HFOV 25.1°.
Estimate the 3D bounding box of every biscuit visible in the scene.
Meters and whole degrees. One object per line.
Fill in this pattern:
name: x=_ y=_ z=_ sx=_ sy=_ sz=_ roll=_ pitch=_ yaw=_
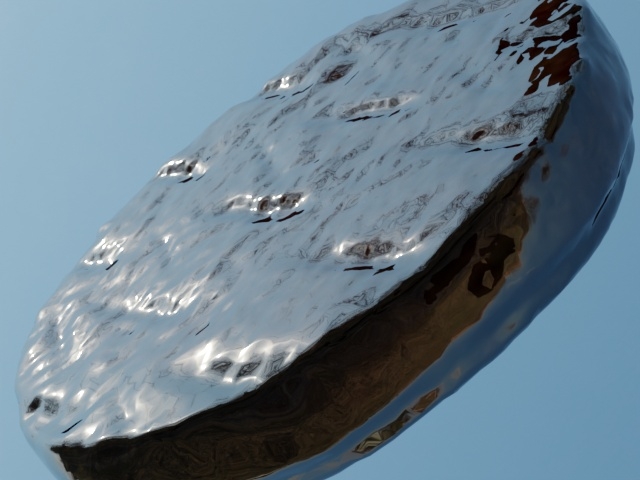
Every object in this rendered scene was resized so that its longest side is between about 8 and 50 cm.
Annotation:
biscuit: x=0.000 y=0.000 z=0.840 sx=0.407 sy=0.407 sz=0.091 roll=-27 pitch=-63 yaw=26
